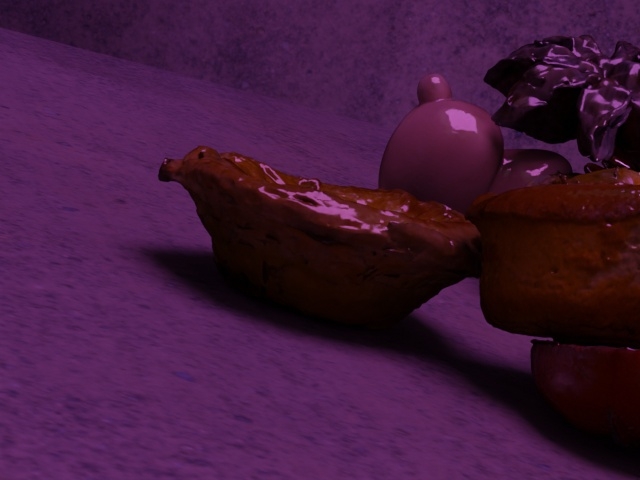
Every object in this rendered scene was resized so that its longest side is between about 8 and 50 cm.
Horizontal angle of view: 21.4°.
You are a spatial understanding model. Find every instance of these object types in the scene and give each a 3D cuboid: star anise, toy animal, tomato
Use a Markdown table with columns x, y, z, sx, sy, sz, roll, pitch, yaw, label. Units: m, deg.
| x | y | z | sx | sy | sz | roll | pitch | yaw | label |
| --- | --- | --- | --- | --- | --- | --- | --- | --- | --- |
| 0.366 | -0.181 | 2.137 | 0.332 | 0.117 | 0.332 | 9 | 32 | -6 | star anise |
| 0.195 | -0.061 | 2.153 | 0.221 | 0.210 | 0.229 | 22 | -12 | 30 | toy animal |
| 0.290 | 0.139 | 1.458 | 0.228 | 0.101 | 0.228 | 6 | 0 | 0 | tomato |

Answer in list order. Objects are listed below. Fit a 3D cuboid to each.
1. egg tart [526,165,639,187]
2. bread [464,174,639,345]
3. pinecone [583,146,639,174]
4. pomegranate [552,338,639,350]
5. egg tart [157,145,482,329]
| x | y | z | sx | sy | sz | roll | pitch | yaw | label |
| --- | --- | --- | --- | --- | --- | --- | --- | --- | --- |
| 0.376 | 0.007 | 1.997 | 0.315 | 0.120 | 0.315 | 30 | 28 | -18 | egg tart |
| 0.262 | 0.025 | 1.543 | 0.268 | 0.146 | 0.268 | 7 | -7 | 1 | bread |
| 0.444 | -0.035 | 2.271 | 0.264 | 0.264 | 0.264 | 16 | 10 | -3 | pinecone |
| 0.297 | 0.081 | 1.708 | 0.130 | 0.130 | 0.130 | 16 | 10 | -3 | pomegranate |
| 0.004 | 0.001 | 1.663 | 0.341 | 0.129 | 0.341 | 15 | 9 | -2 | egg tart |
